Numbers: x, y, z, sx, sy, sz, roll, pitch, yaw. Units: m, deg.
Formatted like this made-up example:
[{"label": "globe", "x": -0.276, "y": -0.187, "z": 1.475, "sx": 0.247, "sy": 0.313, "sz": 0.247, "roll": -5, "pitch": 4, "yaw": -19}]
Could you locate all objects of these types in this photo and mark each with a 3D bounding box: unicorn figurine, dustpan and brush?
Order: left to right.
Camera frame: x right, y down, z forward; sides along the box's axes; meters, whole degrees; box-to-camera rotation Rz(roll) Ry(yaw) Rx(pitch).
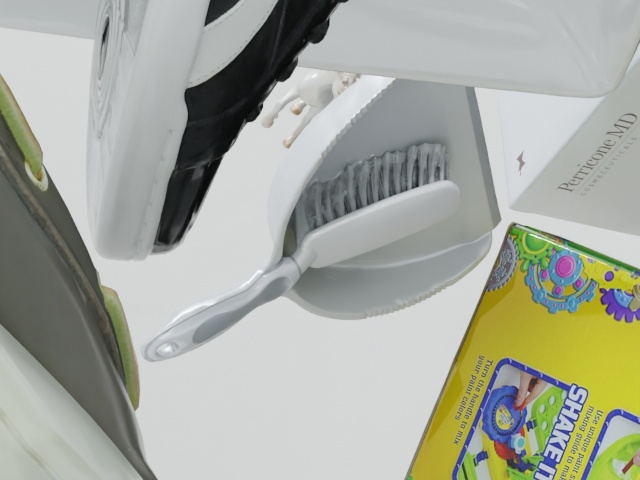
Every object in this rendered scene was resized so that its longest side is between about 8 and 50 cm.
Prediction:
[{"label": "dustpan and brush", "x": 0.000, "y": 0.000, "z": 0.958, "sx": 0.060, "sy": 0.211, "sz": 0.147, "roll": -123, "pitch": 12, "yaw": -47}, {"label": "unicorn figurine", "x": 0.004, "y": -0.128, "z": 1.656, "sx": 0.111, "sy": 0.060, "sz": 0.162, "roll": -46, "pitch": 13, "yaw": 29}]

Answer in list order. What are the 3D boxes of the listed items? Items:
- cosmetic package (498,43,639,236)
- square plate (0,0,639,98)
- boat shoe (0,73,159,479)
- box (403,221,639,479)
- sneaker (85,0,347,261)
[{"label": "cosmetic package", "x": 0.313, "y": -0.124, "z": 1.092, "sx": 0.377, "sy": 0.284, "sz": 0.097, "roll": 127, "pitch": 146, "yaw": -49}, {"label": "square plate", "x": -0.016, "y": -0.189, "z": 0.698, "sx": 0.344, "sy": 0.347, "sz": 0.049, "roll": 105, "pitch": 170, "yaw": -55}, {"label": "boat shoe", "x": -0.123, "y": -0.016, "z": 0.430, "sx": 0.109, "sy": 0.305, "sz": 0.091, "roll": -22, "pitch": 35, "yaw": 6}, {"label": "box", "x": 0.243, "y": 0.142, "z": 0.953, "sx": 0.290, "sy": 0.279, "sz": 0.177, "roll": 21, "pitch": -88, "yaw": -48}, {"label": "sneaker", "x": 0.008, "y": -0.085, "z": 0.543, "sx": 0.079, "sy": 0.121, "sz": 0.217, "roll": -115, "pitch": 36, "yaw": -60}]
